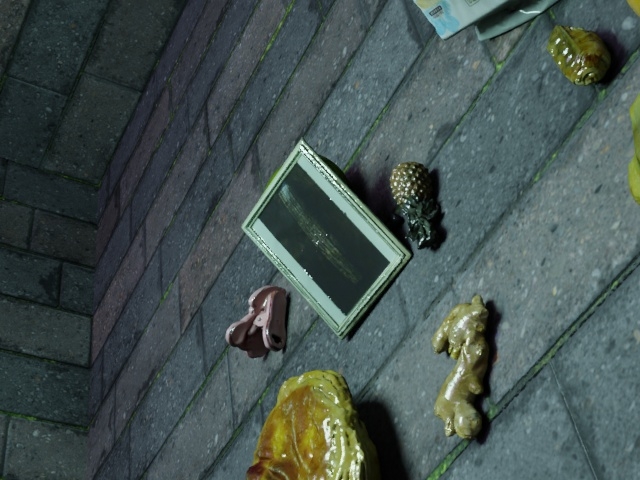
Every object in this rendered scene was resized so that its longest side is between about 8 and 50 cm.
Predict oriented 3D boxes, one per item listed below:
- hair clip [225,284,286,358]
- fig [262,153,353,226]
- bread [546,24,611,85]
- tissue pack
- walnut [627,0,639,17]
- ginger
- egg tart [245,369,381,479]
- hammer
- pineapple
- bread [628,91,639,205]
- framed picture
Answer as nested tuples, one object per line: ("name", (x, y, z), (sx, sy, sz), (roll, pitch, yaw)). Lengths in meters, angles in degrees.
("hair clip", (-0.125, 0.164, 2.046), (0.102, 0.123, 0.138), (-12, 65, 31))
("fig", (0.006, -0.042, 1.882), (0.235, 0.203, 0.203), (35, 112, 21))
("bread", (0.352, -0.252, 1.350), (0.066, 0.060, 0.110), (-33, 36, 14))
("tissue pack", (0.285, -0.403, 1.531), (0.159, 0.145, 0.229), (-47, 13, -28))
("walnut", (0.429, -0.335, 1.129), (0.159, 0.159, 0.206), (-115, 42, -57))
("ginger", (0.198, 0.169, 1.410), (0.193, 0.053, 0.176), (-125, 50, -62))
("egg tart", (-0.008, 0.372, 1.595), (0.351, 0.153, 0.339), (-40, 34, 45))
("hammer", (0.093, 0.041, 1.757), (0.201, 0.021, 0.078), (-63, 26, 23))
("pineapple", (0.158, -0.053, 1.632), (0.074, 0.074, 0.159), (-50, 40, 42))
("bread", (0.420, -0.110, 1.079), (0.233, 0.088, 0.160), (-1, 70, 63))
("framed picture", (0.000, 0.000, 1.757), (0.293, 0.018, 0.231), (47, 123, 18))
